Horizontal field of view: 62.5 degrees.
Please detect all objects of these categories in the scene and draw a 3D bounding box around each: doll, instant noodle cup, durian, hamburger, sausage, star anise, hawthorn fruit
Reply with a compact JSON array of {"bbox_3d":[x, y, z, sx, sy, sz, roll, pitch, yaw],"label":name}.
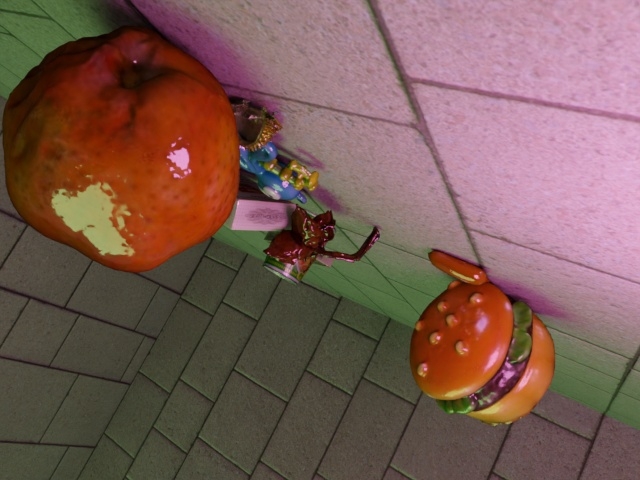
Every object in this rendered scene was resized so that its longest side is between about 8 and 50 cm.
[{"bbox_3d":[-0.160,-0.189,1.352,0.341,0.098,0.346,32,172,-25],"label":"doll"},{"bbox_3d":[-0.090,0.023,1.853,0.207,0.232,0.207,28,170,5],"label":"instant noodle cup"},{"bbox_3d":[-0.142,-0.245,1.114,0.215,0.086,0.100,21,155,43],"label":"durian"},{"bbox_3d":[0.441,0.313,1.503,0.277,0.395,0.396,32,169,-21],"label":"hamburger"},{"bbox_3d":[0.368,0.074,1.426,0.183,0.054,0.062,26,142,24],"label":"sausage"},{"bbox_3d":[0.001,-0.008,1.510,0.346,0.148,0.237,-2,139,-13],"label":"star anise"},{"bbox_3d":[-0.375,-0.190,1.040,0.472,0.471,0.472,27,170,5],"label":"hawthorn fruit"}]

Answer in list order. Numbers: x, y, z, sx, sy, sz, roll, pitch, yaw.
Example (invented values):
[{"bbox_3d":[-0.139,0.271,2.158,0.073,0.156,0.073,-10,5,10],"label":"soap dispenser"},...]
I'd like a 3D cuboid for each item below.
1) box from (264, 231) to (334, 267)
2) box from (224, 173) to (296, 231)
[{"bbox_3d":[-0.105,0.036,2.453,0.214,0.069,0.353,33,167,-25],"label":"box"},{"bbox_3d":[-0.254,-0.126,1.589,0.210,0.095,0.330,1,-160,-42],"label":"box"}]
